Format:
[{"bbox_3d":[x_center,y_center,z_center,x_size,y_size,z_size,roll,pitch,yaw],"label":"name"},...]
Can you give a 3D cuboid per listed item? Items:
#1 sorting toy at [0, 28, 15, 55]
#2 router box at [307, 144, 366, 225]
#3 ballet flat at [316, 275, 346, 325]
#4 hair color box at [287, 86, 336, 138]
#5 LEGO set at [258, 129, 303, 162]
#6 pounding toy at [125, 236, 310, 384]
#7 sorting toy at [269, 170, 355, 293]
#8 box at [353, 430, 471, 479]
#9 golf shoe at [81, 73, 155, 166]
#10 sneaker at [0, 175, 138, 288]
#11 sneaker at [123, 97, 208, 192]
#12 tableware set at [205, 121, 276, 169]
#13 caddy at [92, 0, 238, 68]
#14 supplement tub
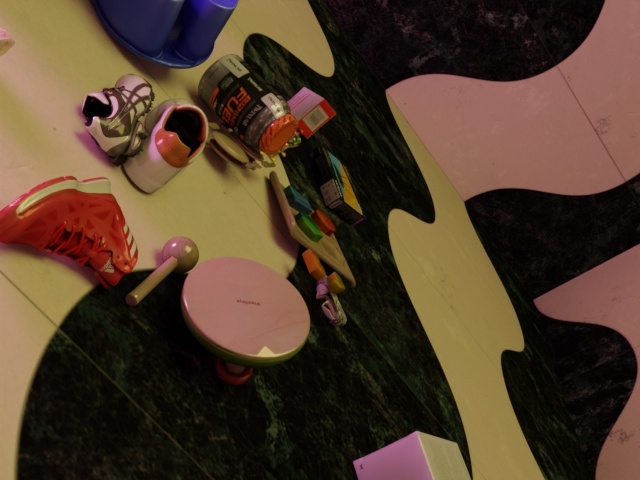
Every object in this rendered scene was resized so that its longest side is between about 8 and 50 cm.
[{"bbox_3d":[-0.437,-0.256,0.943,0.075,0.045,0.083,48,21,-7],"label":"sorting toy"},{"bbox_3d":[0.041,-0.139,1.922,0.133,0.046,0.179,34,31,-51],"label":"router box"},{"bbox_3d":[0.014,0.116,1.490,0.041,0.041,0.114,18,43,-62],"label":"ballet flat"},{"bbox_3d":[-0.036,-0.310,1.844,0.053,0.093,0.167,49,0,-28],"label":"hair color box"},{"bbox_3d":[-0.092,-0.254,1.676,0.287,0.107,0.132,29,35,-55],"label":"LEGO set"},{"bbox_3d":[-0.141,0.113,1.058,0.236,0.110,0.183,27,36,-2],"label":"pounding toy"},{"bbox_3d":[0.000,0.000,1.549,0.229,0.041,0.307,44,14,-37],"label":"sorting toy"},{"bbox_3d":[0.158,0.396,1.276,0.170,0.130,0.091,31,34,-52],"label":"box"},{"bbox_3d":[-0.303,-0.204,1.134,0.094,0.077,0.198,42,24,-38],"label":"golf shoe"},{"bbox_3d":[-0.276,-0.002,0.883,0.128,0.087,0.221,56,20,-1],"label":"sneaker"},{"bbox_3d":[-0.218,-0.176,1.234,0.106,0.123,0.290,48,20,-22],"label":"sneaker"},{"bbox_3d":[-0.167,-0.172,1.473,0.128,0.039,0.194,43,13,3],"label":"tableware set"},{"bbox_3d":[-0.304,-0.473,1.396,0.241,0.179,0.341,-6,64,-44],"label":"caddy"},{"bbox_3d":[-0.140,-0.264,1.496,0.190,0.117,0.117,44,16,13],"label":"supplement tub"}]
